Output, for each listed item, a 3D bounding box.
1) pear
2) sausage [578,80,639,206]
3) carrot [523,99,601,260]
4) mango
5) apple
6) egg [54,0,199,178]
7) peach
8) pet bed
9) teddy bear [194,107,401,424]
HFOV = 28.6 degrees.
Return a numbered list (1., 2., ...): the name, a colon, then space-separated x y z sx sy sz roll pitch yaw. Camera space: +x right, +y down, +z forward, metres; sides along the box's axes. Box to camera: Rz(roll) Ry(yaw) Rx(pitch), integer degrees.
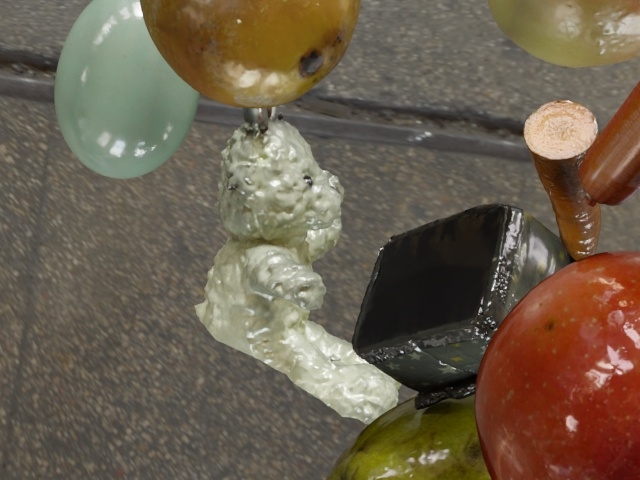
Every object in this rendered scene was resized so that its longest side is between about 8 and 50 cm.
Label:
1. pear: 0.147 0.298 1.420 0.375 0.287 0.287 8 98 -31
2. sausage: 0.273 -0.138 0.867 0.053 0.053 0.348 4 140 -23
3. carrot: 0.225 -0.040 1.119 0.061 0.061 0.210 -42 146 -10
4. mango: -0.063 -0.248 1.080 0.192 0.316 0.146 -16 143 7
5. apple: 0.245 0.143 0.968 0.260 0.216 0.260 -6 123 -9
6. egg: -0.224 -0.186 1.471 0.168 0.168 0.231 5 105 -23
7. peach: 0.276 -0.270 1.201 0.232 0.232 0.233 -5 103 -21
8. pet bed: 0.165 0.076 1.337 0.159 0.211 0.183 37 52 -28
9. teddy bear: 0.000 0.000 1.692 0.375 0.327 0.362 26 101 4
